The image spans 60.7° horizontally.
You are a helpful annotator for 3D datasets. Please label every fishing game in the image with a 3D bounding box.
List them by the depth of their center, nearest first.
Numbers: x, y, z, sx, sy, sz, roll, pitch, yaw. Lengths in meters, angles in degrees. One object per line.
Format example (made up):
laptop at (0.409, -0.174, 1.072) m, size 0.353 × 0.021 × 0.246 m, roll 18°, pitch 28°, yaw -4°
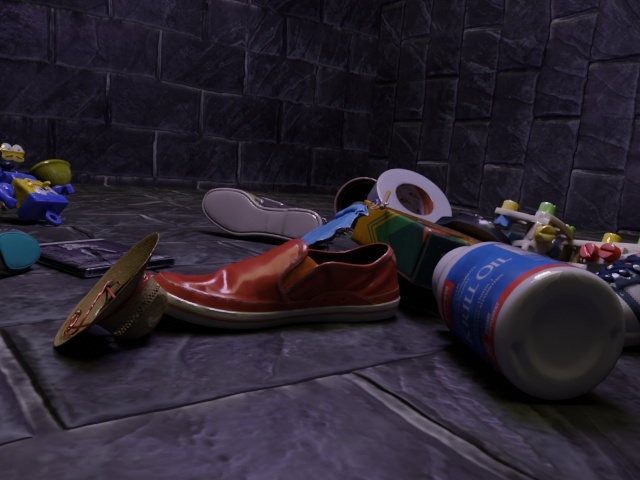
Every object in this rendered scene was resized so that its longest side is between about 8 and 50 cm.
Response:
fishing game at (0.000, 0.000, 0.872) m, size 0.264 × 0.041 × 0.189 m, roll -29°, pitch 6°, yaw 12°

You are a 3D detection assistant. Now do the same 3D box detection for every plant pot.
plant pot at (0.135, -0.092, 1.616) m, size 0.166 × 0.167 × 0.165 m, roll 6°, pitch -1°, yaw 11°

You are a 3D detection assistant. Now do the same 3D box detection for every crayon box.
crayon box at (0.179, 0.014, 0.892) m, size 0.202 × 0.081 × 0.318 m, roll 17°, pitch 7°, yaw -19°

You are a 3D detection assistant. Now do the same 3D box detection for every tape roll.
tape roll at (0.234, -0.087, 1.448) m, size 0.219 × 0.072 × 0.219 m, roll 14°, pitch 48°, yaw -16°

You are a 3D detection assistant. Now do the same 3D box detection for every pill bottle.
pill bottle at (0.198, 0.068, 0.581) m, size 0.124 × 0.124 × 0.221 m, roll 4°, pitch 7°, yaw -9°

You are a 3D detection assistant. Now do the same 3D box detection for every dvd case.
dvd case at (-0.381, 0.026, 0.916) m, size 0.221 × 0.018 × 0.164 m, roll 11°, pitch 11°, yaw 34°

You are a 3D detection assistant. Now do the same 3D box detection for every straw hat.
straw hat at (-0.193, 0.065, 0.554) m, size 0.061 × 0.144 × 0.144 m, roll 46°, pitch -8°, yaw -21°

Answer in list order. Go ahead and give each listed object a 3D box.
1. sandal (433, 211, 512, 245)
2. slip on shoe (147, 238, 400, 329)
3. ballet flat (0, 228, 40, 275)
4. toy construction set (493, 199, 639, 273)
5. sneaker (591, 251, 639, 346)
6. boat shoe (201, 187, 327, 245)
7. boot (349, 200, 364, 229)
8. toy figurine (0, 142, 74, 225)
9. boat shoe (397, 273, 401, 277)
sandal at (0.285, -0.021, 1.037) m, size 0.054 × 0.097 × 0.254 m, roll -39°, pitch 13°, yaw -4°
slip on shoe at (-0.048, 0.046, 0.677) m, size 0.331 × 0.101 × 0.123 m, roll 0°, pitch 11°, yaw -23°
ballet flat at (-0.459, 0.023, 0.743) m, size 0.070 × 0.070 × 0.188 m, roll 5°, pitch 5°, yaw 2°
toy construction set at (0.459, 0.028, 0.925) m, size 0.215 × 0.151 × 0.327 m, roll 28°, pitch 7°, yaw -24°
sneaker at (0.400, 0.056, 0.698) m, size 0.349 × 0.148 × 0.131 m, roll 5°, pitch 8°, yaw 3°
boat shoe at (-0.131, -0.046, 1.316) m, size 0.335 × 0.112 × 0.095 m, roll 14°, pitch -6°, yaw 23°
boot at (0.195, 0.001, 1.187) m, size 0.262 × 0.091 × 0.229 m, roll 16°, pitch 9°, yaw -35°
toy figurine at (-0.691, -0.088, 1.306) m, size 0.217 × 0.191 × 0.362 m, roll 38°, pitch 8°, yaw 11°
boat shoe at (0.141, 0.041, 1.042) m, size 0.048 × 0.042 × 0.133 m, roll 4°, pitch 6°, yaw 14°
